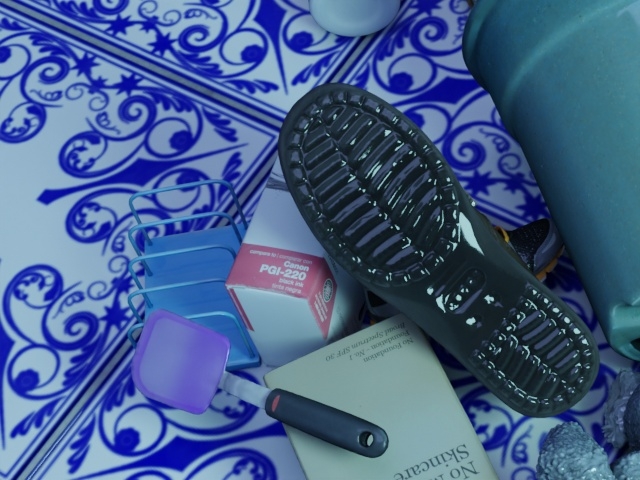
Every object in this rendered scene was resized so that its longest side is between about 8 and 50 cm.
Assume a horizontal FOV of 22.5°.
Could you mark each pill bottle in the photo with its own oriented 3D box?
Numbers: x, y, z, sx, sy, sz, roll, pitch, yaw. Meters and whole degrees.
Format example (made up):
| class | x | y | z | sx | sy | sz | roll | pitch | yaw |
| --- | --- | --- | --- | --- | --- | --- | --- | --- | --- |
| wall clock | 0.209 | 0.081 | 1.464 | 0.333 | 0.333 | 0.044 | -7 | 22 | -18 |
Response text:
| class | x | y | z | sx | sy | sz | roll | pitch | yaw |
| --- | --- | --- | --- | --- | --- | --- | --- | --- | --- |
| pill bottle | 0.035 | -0.330 | 1.825 | 0.103 | 0.103 | 0.184 | -8 | 56 | 8 |

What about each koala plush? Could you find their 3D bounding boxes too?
| class | x | y | z | sx | sy | sz | roll | pitch | yaw |
| --- | --- | --- | --- | --- | --- | --- | --- | --- | --- |
| koala plush | 0.310 | 0.189 | 1.398 | 0.196 | 0.203 | 0.221 | -7 | 34 | 23 |

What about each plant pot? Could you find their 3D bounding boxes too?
| class | x | y | z | sx | sy | sz | roll | pitch | yaw |
| --- | --- | --- | --- | --- | --- | --- | --- | --- | --- |
| plant pot | 0.335 | -0.087 | 1.477 | 0.341 | 0.341 | 0.334 | -15 | 63 | 3 |

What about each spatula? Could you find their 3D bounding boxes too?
| class | x | y | z | sx | sy | sz | roll | pitch | yaw |
| --- | --- | --- | --- | --- | --- | --- | --- | --- | --- |
| spatula | -0.058 | 0.140 | 1.452 | 0.296 | 0.030 | 0.084 | 18 | 86 | 39 |

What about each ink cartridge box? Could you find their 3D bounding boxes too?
| class | x | y | z | sx | sy | sz | roll | pitch | yaw |
| --- | --- | --- | --- | --- | --- | --- | --- | --- | --- |
| ink cartridge box | 0.000 | 0.000 | 1.581 | 0.092 | 0.158 | 0.218 | 8 | 60 | 20 |

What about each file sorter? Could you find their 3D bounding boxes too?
| class | x | y | z | sx | sy | sz | roll | pitch | yaw |
| --- | --- | --- | --- | --- | --- | --- | --- | --- | --- |
| file sorter | -0.132 | 0.039 | 1.620 | 0.118 | 0.104 | 0.170 | -10 | 56 | 8 |

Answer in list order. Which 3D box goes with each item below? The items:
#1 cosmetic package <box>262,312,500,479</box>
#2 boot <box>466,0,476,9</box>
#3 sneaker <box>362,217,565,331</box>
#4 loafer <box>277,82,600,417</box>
| class | x | y | z | sx | sy | sz | roll | pitch | yaw |
| --- | --- | --- | --- | --- | --- | --- | --- | --- | --- |
| cosmetic package | 0.080 | 0.233 | 1.437 | 0.160 | 0.113 | 0.309 | -25 | 54 | -3 |
| boot | 0.251 | -0.400 | 1.836 | 0.236 | 0.089 | 0.269 | -22 | 53 | 14 |
| sneaker | 0.139 | 0.022 | 1.564 | 0.215 | 0.083 | 0.084 | -24 | 17 | -4 |
| loafer | 0.097 | 0.014 | 1.466 | 0.134 | 0.130 | 0.366 | -40 | 91 | 0 |
